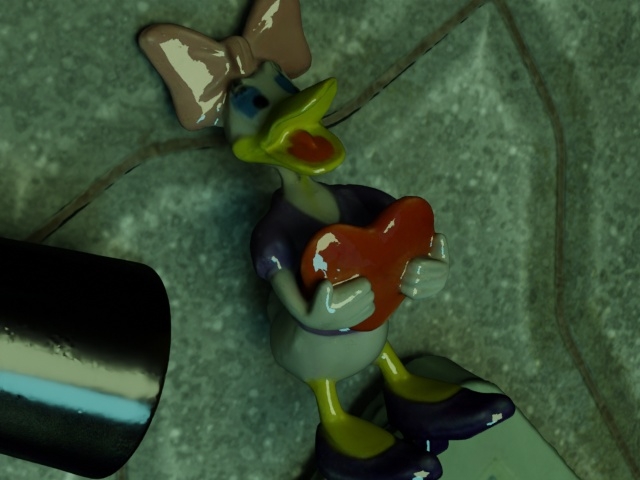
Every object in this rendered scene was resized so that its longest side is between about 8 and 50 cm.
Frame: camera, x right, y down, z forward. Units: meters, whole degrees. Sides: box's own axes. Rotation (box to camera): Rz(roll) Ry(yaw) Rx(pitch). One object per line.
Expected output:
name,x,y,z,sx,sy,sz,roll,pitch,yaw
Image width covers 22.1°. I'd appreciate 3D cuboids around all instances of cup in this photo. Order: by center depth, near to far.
cup,-0.236,0.112,1.192,0.177,0.166,0.239,16,93,-32

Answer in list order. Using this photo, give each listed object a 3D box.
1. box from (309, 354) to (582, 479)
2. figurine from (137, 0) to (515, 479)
box,0.099,0.357,1.514,0.396,0.111,0.396,-50,123,-13
figurine,0.004,0.005,1.308,0.154,0.193,0.421,-26,107,-27
